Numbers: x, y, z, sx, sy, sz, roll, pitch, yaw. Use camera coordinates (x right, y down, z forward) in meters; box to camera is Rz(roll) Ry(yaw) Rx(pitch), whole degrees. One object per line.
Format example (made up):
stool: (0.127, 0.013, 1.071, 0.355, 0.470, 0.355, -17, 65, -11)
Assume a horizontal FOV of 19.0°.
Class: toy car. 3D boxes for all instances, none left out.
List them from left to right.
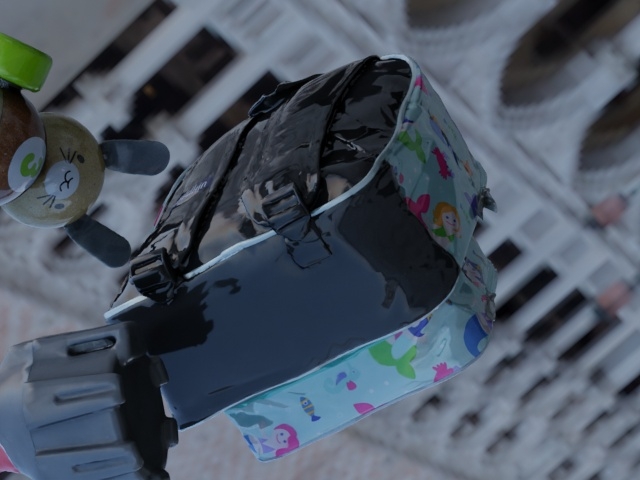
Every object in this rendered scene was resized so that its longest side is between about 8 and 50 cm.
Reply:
toy car: (-0.205, -0.052, 1.419, 0.188, 0.155, 0.149, 24, 180, -29)

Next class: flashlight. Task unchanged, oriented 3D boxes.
flashlight: (-0.232, 0.132, 1.098, 0.103, 0.304, 0.103, 59, -153, -47)

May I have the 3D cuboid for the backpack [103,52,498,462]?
backpack: (0.000, 0.000, 1.210, 0.191, 0.225, 0.253, 53, -158, -23)
